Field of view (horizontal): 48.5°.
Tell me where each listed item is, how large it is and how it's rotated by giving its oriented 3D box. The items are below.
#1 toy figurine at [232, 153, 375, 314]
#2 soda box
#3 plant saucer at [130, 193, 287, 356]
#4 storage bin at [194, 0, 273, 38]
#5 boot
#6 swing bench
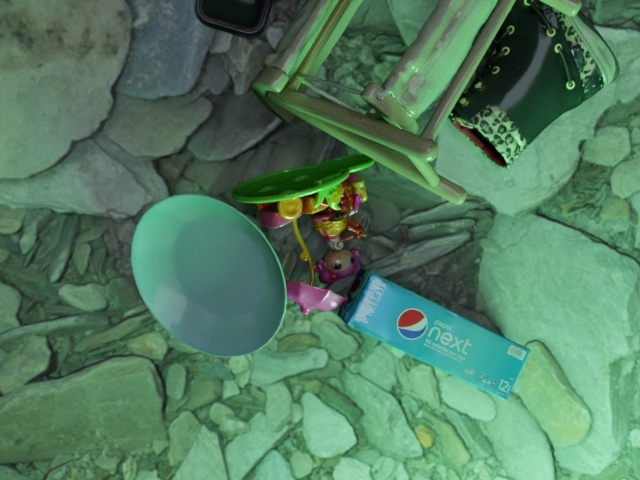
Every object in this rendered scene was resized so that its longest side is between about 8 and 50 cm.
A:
[{"bbox_3d":[0.000,0.000,0.806,0.173,0.130,0.159,-22,110,-30],"label":"toy figurine"},{"bbox_3d":[0.130,0.107,0.829,0.210,0.071,0.067,27,88,-7],"label":"soda box"},{"bbox_3d":[-0.118,0.036,0.782,0.195,0.037,0.195,9,114,21],"label":"plant saucer"},{"bbox_3d":[-0.080,-0.301,0.775,0.098,0.091,0.135,16,91,-8],"label":"storage bin"},{"bbox_3d":[0.206,-0.218,0.819,0.178,0.085,0.236,-44,95,0],"label":"boot"},{"bbox_3d":[0.083,-0.213,0.715,0.255,0.165,0.253,30,89,25],"label":"swing bench"}]
